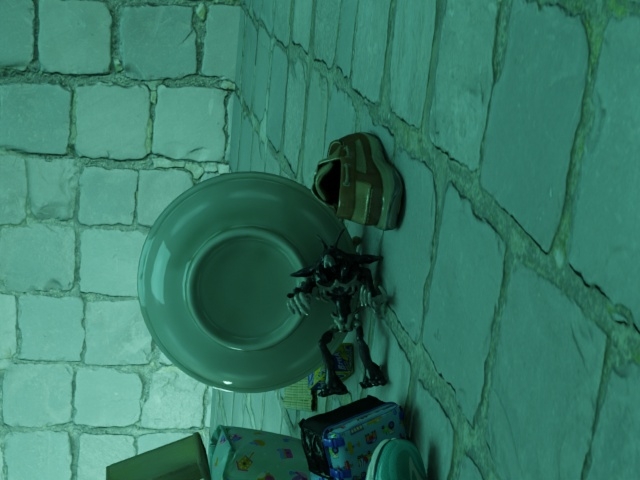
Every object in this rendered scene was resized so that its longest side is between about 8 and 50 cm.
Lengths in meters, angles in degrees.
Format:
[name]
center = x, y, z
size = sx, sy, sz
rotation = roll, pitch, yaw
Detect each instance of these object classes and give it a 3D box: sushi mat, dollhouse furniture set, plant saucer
[sushi mat]
center = -0.049, 0.307, 2.341
size = 0.316, 0.019, 0.152
rotation = 150, 120, -75
[dollhouse furniture set]
center = -0.232, 0.464, 1.693
size = 0.212, 0.160, 0.242
rotation = -124, 15, -70
[plant saucer]
center = -0.125, 0.080, 1.819
size = 0.100, 0.400, 0.401
rotation = -123, 36, -83

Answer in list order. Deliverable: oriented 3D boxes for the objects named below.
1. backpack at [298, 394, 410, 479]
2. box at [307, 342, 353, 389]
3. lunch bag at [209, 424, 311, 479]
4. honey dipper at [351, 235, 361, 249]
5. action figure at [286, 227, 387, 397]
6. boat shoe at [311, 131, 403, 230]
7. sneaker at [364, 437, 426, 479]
[backpack]
center = 0.061, 0.335, 1.548
size = 0.117, 0.158, 0.173
rotation = 2, 104, 60
[box]
center = 0.017, 0.242, 1.971
size = 0.169, 0.054, 0.059
rotation = 122, 148, -68
[lunch bag]
center = -0.115, 0.470, 2.141
size = 0.262, 0.223, 0.160
rotation = -159, 79, -77
[honey dipper]
center = 0.051, 0.056, 1.916
size = 0.030, 0.030, 0.161
rotation = -103, 24, -50
[action figure]
center = 0.034, 0.109, 1.695
size = 0.141, 0.164, 0.276
rotation = 60, -161, -77
[boat shoe]
center = 0.045, -0.111, 1.749
size = 0.324, 0.116, 0.123
rotation = -123, 37, -69
[sneaker]
center = 0.133, 0.399, 1.393
size = 0.110, 0.107, 0.275
rotation = -35, 56, 50
